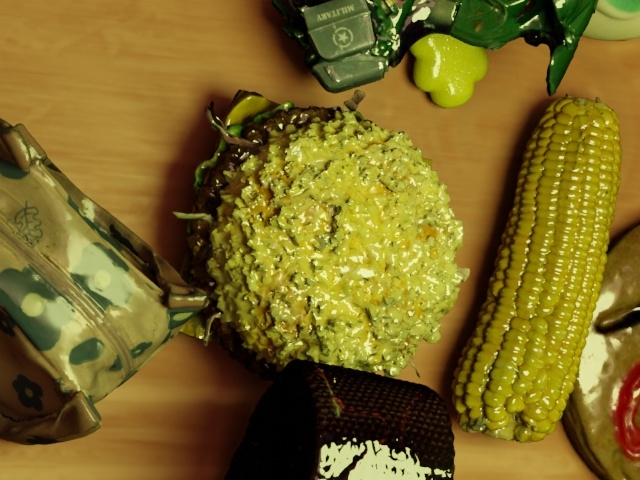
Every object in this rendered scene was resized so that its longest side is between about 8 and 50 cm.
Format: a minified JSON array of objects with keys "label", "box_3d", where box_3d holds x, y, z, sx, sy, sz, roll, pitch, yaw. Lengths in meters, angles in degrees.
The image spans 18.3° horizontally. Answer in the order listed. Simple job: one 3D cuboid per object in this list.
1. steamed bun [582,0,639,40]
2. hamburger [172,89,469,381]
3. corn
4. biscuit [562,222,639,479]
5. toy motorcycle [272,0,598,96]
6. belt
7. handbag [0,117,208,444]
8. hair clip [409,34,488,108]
[{"label":"steamed bun","box_3d":[0.233,-0.276,1.683,0.177,0.130,0.228,-42,103,-21]},{"label":"hamburger","box_3d":[0.000,0.000,1.572,0.261,0.138,0.243,14,84,-24]},{"label":"corn","box_3d":[0.194,0.021,1.678,0.102,0.102,0.313,21,82,-22]},{"label":"biscuit","box_3d":[0.369,0.149,1.776,0.367,0.063,0.314,25,79,-22]},{"label":"toy motorcycle","box_3d":[0.106,-0.188,1.589,0.274,0.125,0.187,-18,86,2]},{"label":"belt","box_3d":[0.009,0.233,1.522,0.164,0.184,0.289,11,123,-22]},{"label":"handbag","box_3d":[-0.223,0.028,1.443,0.251,0.193,0.190,45,69,-18]},{"label":"hair clip","box_3d":[0.102,-0.197,1.670,0.072,0.046,0.173,-10,95,-20]}]
